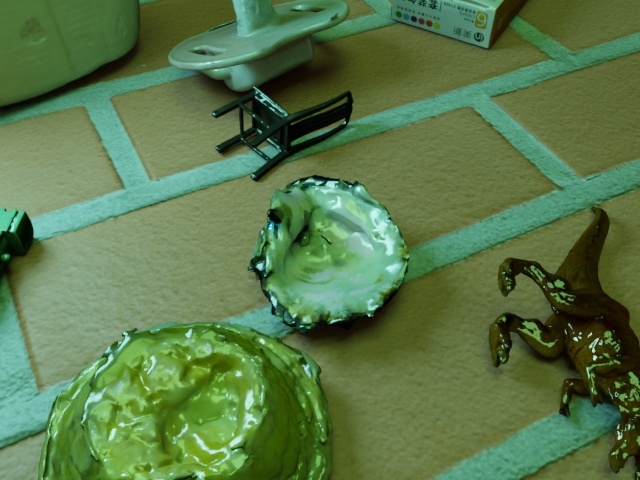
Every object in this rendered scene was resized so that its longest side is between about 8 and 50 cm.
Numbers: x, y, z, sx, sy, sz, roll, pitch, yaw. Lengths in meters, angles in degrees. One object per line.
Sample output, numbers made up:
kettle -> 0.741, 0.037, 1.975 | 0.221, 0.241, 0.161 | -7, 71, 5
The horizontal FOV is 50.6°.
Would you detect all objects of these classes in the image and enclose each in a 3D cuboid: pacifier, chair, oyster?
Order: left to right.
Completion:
pacifier -> -0.108, -0.375, 1.144 | 0.332, 0.273, 0.220 | -32, 72, -26
chair -> -0.055, -0.192, 1.061 | 0.101, 0.084, 0.212 | 39, 57, 25
oyster -> 0.000, 0.007, 0.879 | 0.198, 0.092, 0.260 | -18, 59, -17

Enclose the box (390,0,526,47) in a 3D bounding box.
box -> 0.292, -0.508, 1.355 | 0.220, 0.091, 0.274 | 25, 52, 22

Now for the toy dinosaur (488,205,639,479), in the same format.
toy dinosaur -> 0.298, 0.077, 0.812 | 0.208, 0.097, 0.432 | 12, 50, -9

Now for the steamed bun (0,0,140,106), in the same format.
steamed bun -> -0.535, -0.450, 1.094 | 0.456, 0.371, 0.290 | -29, 53, -29

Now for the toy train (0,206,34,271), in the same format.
toy train -> -0.447, 0.026, 0.860 | 0.111, 0.071, 0.170 | 8, 47, -4

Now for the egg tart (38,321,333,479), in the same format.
egg tart -> -0.135, 0.184, 0.685 | 0.315, 0.120, 0.315 | 1, 48, -1
